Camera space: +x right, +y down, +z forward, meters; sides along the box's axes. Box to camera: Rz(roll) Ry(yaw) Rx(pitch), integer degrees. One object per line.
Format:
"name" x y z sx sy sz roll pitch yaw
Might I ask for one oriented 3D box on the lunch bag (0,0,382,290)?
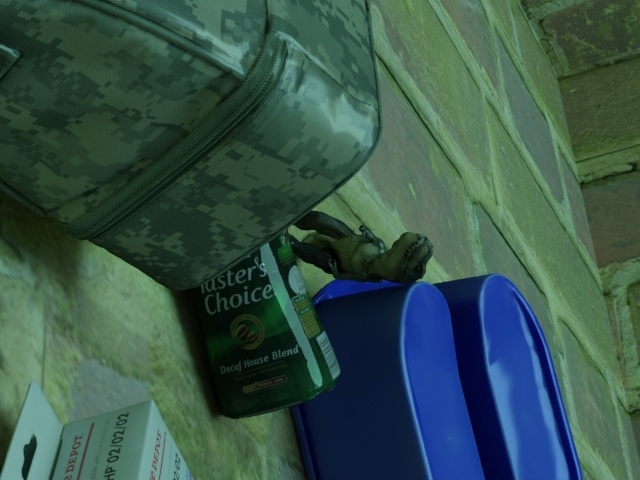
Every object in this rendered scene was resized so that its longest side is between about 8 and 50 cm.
"lunch bag" -0.124 -0.160 0.759 0.256 0.213 0.305 34 38 -36

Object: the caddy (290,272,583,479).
"caddy" 0.095 0.186 1.123 0.241 0.179 0.341 -3 76 -45

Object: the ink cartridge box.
"ink cartridge box" -0.106 0.167 0.683 0.104 0.062 0.181 -91 162 -60

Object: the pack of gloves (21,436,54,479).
"pack of gloves" -0.154 0.221 0.636 0.232 0.046 0.195 -62 134 -77

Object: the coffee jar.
"coffee jar" -0.056 0.039 0.943 0.079 0.096 0.184 -27 99 -73

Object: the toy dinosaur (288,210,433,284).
"toy dinosaur" 0.000 0.000 1.104 0.118 0.268 0.064 22 88 -23
